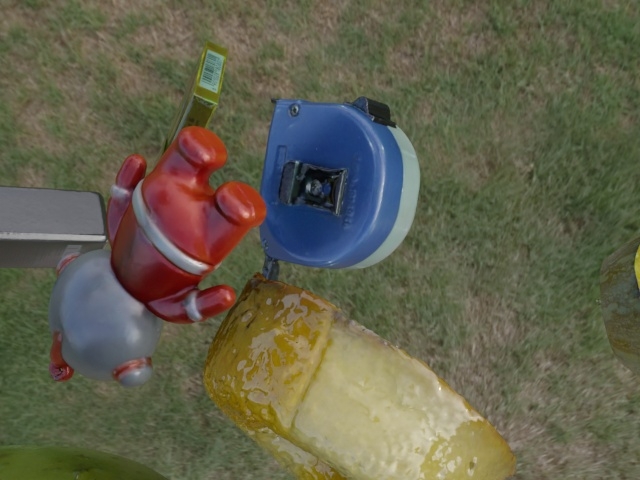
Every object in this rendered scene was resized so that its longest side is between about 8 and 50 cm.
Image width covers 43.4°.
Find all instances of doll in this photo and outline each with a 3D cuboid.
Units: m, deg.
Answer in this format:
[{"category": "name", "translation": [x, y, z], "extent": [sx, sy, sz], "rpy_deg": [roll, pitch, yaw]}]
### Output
[{"category": "doll", "translation": [-0.137, 0.030, 0.601], "extent": [0.245, 0.076, 0.142], "rpy_deg": [-49, 65, 27]}]

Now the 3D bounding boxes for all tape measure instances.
[{"category": "tape measure", "translation": [0.000, 0.000, 0.985], "extent": [0.215, 0.098, 0.351], "rpy_deg": [11, 95, 41]}]

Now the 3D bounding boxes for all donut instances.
[{"category": "donut", "translation": [0.010, 0.097, 0.435], "extent": [0.074, 0.190, 0.174], "rpy_deg": [-48, 115, -15]}]

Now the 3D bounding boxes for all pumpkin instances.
[{"category": "pumpkin", "translation": [0.385, 0.091, 0.914], "extent": [0.110, 0.218, 0.217], "rpy_deg": [-20, 64, 47]}]

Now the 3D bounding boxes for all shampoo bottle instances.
[{"category": "shampoo bottle", "translation": [-0.383, -0.016, 0.956], "extent": [0.246, 0.080, 0.079], "rpy_deg": [2, 57, -32]}]

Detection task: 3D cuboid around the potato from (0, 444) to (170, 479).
[{"category": "potato", "translation": [-0.209, 0.238, 0.512], "extent": [0.305, 0.216, 0.215], "rpy_deg": [-6, 72, 1]}]

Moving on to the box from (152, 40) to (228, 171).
[{"category": "box", "translation": [-0.155, -0.112, 0.896], "extent": [0.030, 0.193, 0.121], "rpy_deg": [21, 37, -16]}]
